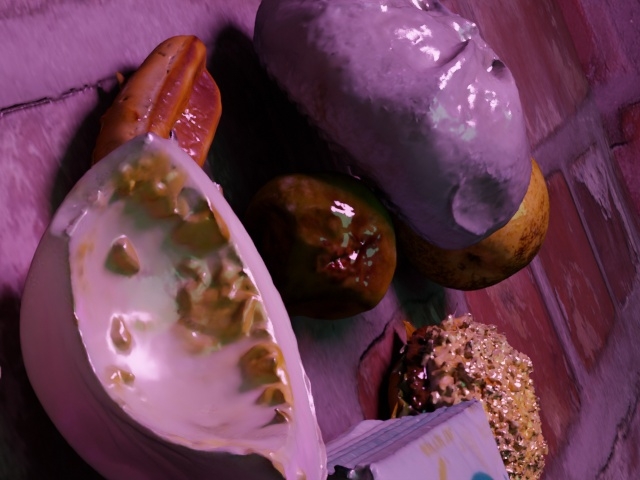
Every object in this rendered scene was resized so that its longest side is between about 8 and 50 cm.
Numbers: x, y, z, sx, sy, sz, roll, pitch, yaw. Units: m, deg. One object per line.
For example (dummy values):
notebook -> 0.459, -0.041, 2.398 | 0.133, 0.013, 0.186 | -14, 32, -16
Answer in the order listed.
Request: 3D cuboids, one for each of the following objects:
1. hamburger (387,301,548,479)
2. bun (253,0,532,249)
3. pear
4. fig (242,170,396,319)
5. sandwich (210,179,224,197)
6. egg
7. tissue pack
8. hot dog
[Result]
hamburger -> 0.172, 0.204, 1.424 | 0.262, 0.138, 0.243 | 55, 28, -28
bun -> 0.089, -0.149, 1.319 | 0.354, 0.194, 0.354 | 46, 6, -6
pear -> 0.186, -0.030, 1.547 | 0.197, 0.197, 0.197 | 45, 35, -44
fig -> 0.000, 0.000, 1.232 | 0.154, 0.144, 0.166 | 28, 23, -3
sandwich -> -0.117, -0.015, 1.103 | 0.105, 0.035, 0.093 | -9, 81, -64
egg -> -0.113, 0.081, 0.878 | 0.271, 0.161, 0.206 | 68, 10, 10
tissue pack -> 0.082, 0.301, 1.102 | 0.388, 0.162, 0.287 | -3, 74, -72
hot dog -> -0.141, -0.088, 1.066 | 0.250, 0.076, 0.104 | -76, 151, -51
